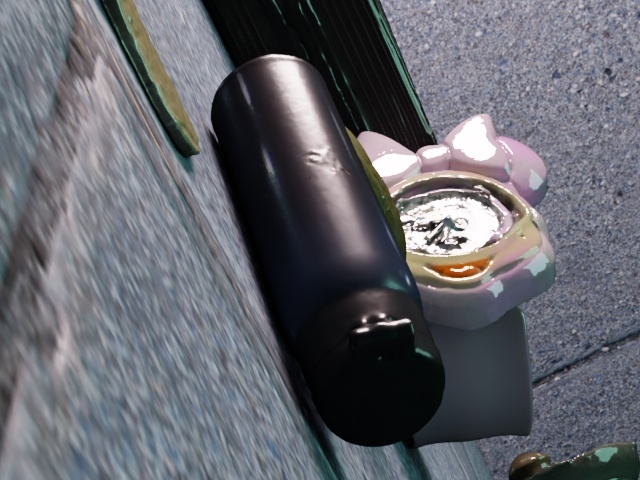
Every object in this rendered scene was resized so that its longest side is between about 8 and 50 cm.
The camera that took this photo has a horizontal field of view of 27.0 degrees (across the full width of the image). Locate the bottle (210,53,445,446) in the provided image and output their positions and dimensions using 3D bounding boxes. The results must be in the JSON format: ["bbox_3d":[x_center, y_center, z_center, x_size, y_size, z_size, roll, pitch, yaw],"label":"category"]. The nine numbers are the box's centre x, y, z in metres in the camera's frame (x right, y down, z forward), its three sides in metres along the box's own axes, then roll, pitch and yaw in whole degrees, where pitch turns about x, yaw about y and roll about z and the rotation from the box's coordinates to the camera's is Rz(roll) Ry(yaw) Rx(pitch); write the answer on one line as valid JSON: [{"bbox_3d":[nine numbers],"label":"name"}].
[{"bbox_3d":[0.000,0.000,0.701,0.244,0.072,0.082,-112,-161,-47],"label":"bottle"}]

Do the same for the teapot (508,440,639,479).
[{"bbox_3d":[0.213,0.305,1.115,0.285,0.305,0.223,59,-36,30],"label":"teapot"}]

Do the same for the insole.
[{"bbox_3d":[-0.111,-0.151,0.615,0.081,0.011,0.248,-90,155,-82],"label":"insole"}]

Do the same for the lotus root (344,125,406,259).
[{"bbox_3d":[0.012,-0.012,0.882,0.183,0.077,0.090,62,4,-32],"label":"lotus root"}]

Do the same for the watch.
[{"bbox_3d":[0.100,0.050,1.135,0.248,0.210,0.218,-97,-179,-53],"label":"watch"}]

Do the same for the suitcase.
[{"bbox_3d":[-0.014,-0.217,1.274,0.229,0.152,0.335,-94,159,-77],"label":"suitcase"}]
